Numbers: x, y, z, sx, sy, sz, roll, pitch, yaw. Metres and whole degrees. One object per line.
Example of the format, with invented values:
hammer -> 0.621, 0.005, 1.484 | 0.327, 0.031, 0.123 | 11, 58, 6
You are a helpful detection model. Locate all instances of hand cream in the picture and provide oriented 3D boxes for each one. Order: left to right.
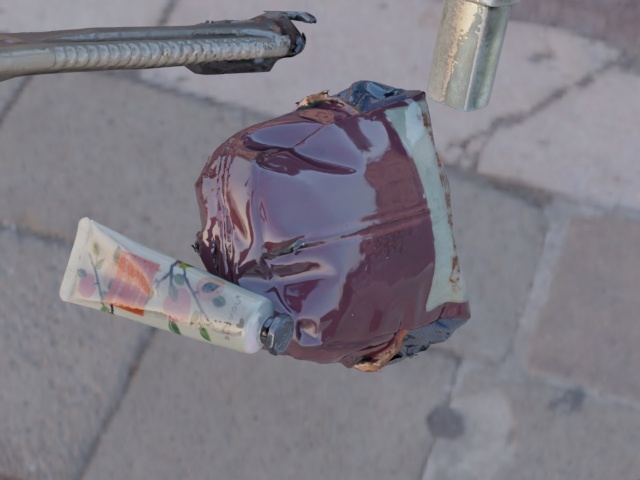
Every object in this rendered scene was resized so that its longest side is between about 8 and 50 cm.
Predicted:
hand cream -> -0.131, 0.047, 1.512 | 0.234, 0.050, 0.080 | 18, 91, 25

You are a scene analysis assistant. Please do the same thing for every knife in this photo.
knife -> -0.130, -0.131, 1.183 | 0.089, 0.043, 0.365 | 7, 13, 36

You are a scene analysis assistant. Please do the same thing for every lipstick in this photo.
lipstick -> 0.172, -0.267, 1.828 | 0.079, 0.253, 0.077 | 23, 24, 29

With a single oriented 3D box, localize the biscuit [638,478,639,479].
biscuit -> 0.373, 0.257, 1.377 | 0.301, 0.043, 0.278 | 30, 29, -27

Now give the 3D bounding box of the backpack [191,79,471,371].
backpack -> 0.000, 0.000, 1.658 | 0.317, 0.197, 0.283 | -17, 90, -52
